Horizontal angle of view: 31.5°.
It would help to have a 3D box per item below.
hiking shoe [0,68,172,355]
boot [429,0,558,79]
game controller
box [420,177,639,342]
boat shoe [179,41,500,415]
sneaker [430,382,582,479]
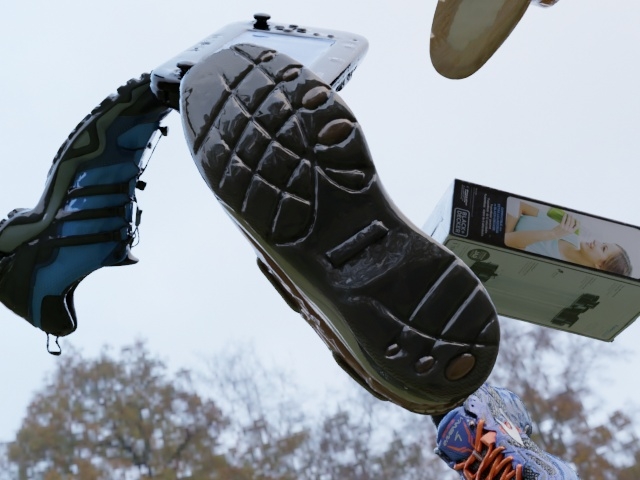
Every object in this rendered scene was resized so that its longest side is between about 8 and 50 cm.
[{"bbox_3d":[-0.223,-0.037,1.172,0.132,0.113,0.304,39,-83,-3],"label":"hiking shoe"},{"bbox_3d":[0.244,-0.306,1.371,0.295,0.104,0.211,-65,-25,3],"label":"boot"},{"bbox_3d":[-0.052,-0.180,1.161,0.166,0.319,0.067,0,-69,13],"label":"game controller"},{"bbox_3d":[0.275,0.030,1.450,0.289,0.087,0.169,14,-31,-6],"label":"box"},{"bbox_3d":[0.000,0.000,0.838,0.122,0.324,0.120,-28,-22,-17],"label":"boat shoe"},{"bbox_3d":[0.132,0.174,0.901,0.087,0.221,0.083,29,-81,-19],"label":"sneaker"}]
